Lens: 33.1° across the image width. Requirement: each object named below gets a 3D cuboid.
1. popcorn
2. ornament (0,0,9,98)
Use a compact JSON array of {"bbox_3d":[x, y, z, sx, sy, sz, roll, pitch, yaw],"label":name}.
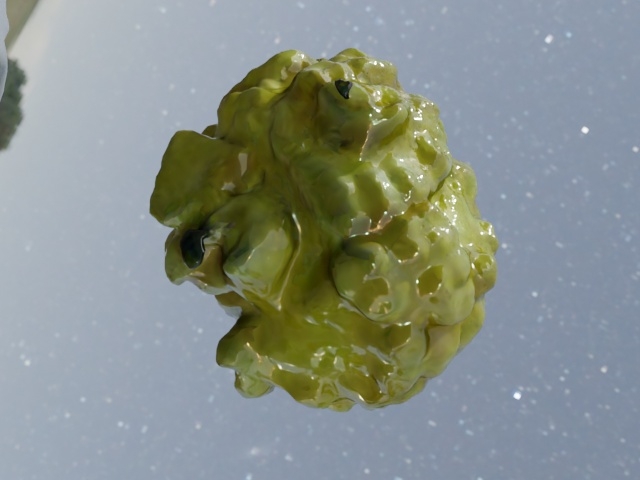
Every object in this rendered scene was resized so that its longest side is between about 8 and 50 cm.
[{"bbox_3d":[0.000,-0.002,0.639,0.189,0.169,0.218,-23,-107,20],"label":"popcorn"},{"bbox_3d":[-0.320,-0.117,0.510,0.337,0.337,0.337,-49,-157,30],"label":"ornament"}]
